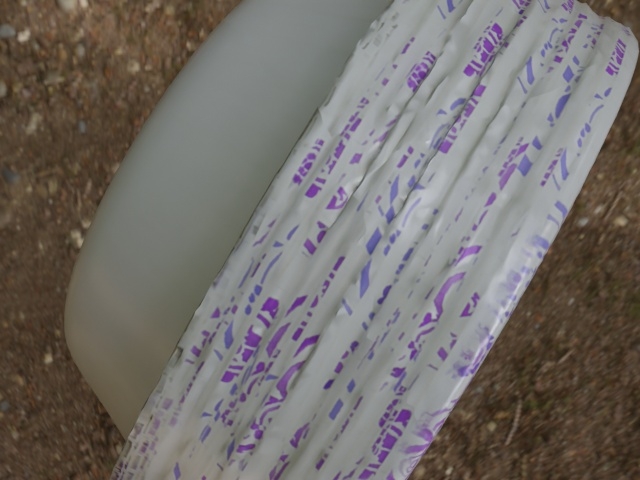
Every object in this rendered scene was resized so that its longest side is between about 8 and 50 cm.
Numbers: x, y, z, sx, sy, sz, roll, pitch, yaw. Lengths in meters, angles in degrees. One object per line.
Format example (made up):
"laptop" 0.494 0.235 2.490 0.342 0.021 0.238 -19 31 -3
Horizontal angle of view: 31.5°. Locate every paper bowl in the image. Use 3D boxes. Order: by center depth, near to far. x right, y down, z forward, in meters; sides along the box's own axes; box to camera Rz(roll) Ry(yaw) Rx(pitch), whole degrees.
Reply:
"paper bowl" 0.000 0.000 0.492 0.148 0.284 0.284 31 69 4
